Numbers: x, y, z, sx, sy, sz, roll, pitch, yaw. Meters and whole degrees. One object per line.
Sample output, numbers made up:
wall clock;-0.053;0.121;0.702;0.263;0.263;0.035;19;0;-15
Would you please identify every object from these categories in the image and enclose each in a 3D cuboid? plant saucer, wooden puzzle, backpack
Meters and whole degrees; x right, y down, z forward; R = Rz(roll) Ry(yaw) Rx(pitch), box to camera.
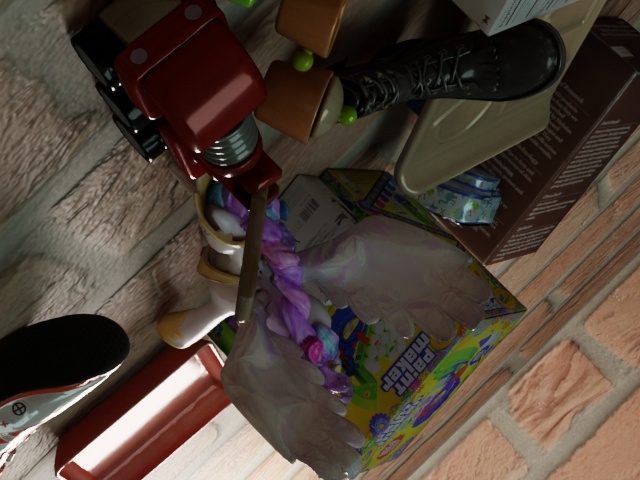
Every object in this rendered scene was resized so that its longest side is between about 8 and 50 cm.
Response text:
plant saucer;-0.235;0.241;1.805;0.258;0.048;0.259;-40;160;-10
wooden puzzle;0.235;-0.248;1.700;0.322;0.080;0.348;-28;150;-38
backpack;0.200;-0.070;1.939;0.114;0.105;0.084;-7;116;-57

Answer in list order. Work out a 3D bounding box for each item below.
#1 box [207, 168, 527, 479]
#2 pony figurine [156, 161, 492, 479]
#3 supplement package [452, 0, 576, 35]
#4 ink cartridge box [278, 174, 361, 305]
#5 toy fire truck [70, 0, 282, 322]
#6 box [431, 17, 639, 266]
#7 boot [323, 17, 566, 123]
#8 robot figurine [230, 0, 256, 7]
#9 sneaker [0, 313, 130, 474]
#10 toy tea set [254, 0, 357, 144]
box;0.056;0.105;1.751;0.290;0.279;0.177;-51;158;21
pony figurine;-0.036;0.087;1.478;0.303;0.351;0.363;-47;167;-25
supplement package;0.235;-0.335;1.424;0.244;0.139;0.134;-27;155;-40
ink cartridge box;0.000;0.000;1.645;0.099;0.135;0.056;-50;160;18
toy fire truck;-0.094;-0.079;1.150;0.158;0.246;0.217;-40;160;-10
box;0.350;-0.149;2.017;0.191;0.143;0.381;-11;144;-55
boot;0.104;-0.168;1.423;0.263;0.091;0.229;-4;-167;38
robot figurine;-0.054;-0.256;1.124;0.101;0.067;0.115;-73;-173;-74
sneaker;-0.334;0.181;1.444;0.270;0.090;0.145;-28;156;-28
toy tea set;0.040;-0.225;1.194;0.336;0.124;0.200;109;0;-54
